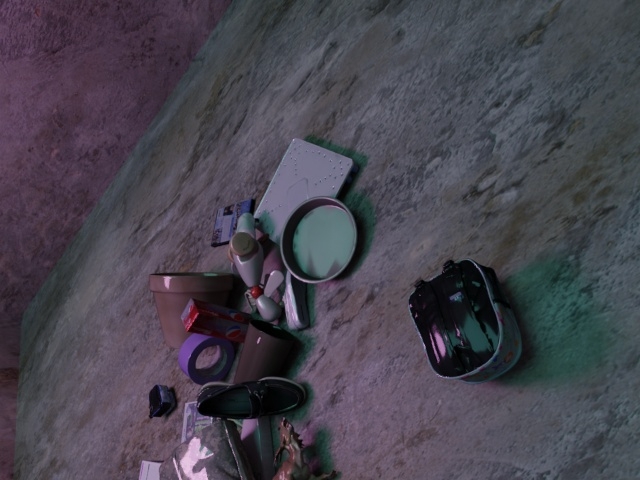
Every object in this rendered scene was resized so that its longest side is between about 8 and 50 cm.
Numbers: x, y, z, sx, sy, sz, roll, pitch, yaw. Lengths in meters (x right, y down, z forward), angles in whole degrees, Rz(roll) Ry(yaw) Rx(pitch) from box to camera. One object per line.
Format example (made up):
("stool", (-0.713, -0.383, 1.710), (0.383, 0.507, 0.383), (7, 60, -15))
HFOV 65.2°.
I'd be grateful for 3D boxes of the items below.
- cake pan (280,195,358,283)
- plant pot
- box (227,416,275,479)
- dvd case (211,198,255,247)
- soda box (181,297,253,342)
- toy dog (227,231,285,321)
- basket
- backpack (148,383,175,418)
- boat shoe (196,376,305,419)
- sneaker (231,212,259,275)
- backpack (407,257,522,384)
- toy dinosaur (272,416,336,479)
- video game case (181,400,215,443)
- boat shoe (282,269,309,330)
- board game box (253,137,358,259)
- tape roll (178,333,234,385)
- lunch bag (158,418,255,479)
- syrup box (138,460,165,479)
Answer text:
("cake pan", (0.000, 0.000, 1.662), (0.293, 0.054, 0.293), (-7, 76, 29))
("plant pot", (-0.503, 0.268, 1.951), (0.323, 0.323, 0.281), (-1, 87, 46))
("box", (-0.246, 0.731, 1.625), (0.232, 0.058, 0.322), (-35, 49, 30))
("dvd case", (-0.381, -0.072, 2.166), (0.253, 0.022, 0.181), (-11, 65, 43))
("soda box", (-0.359, 0.292, 1.790), (0.083, 0.263, 0.092), (-56, 42, 12))
("toy dog", (-0.206, 0.106, 1.785), (0.161, 0.334, 0.220), (-26, 17, -20))
("basket", (-0.197, 0.402, 1.663), (0.204, 0.154, 0.227), (19, 90, 60))
("backpack", (-0.656, 0.658, 2.063), (0.105, 0.084, 0.114), (-46, 49, 22))
("boat shoe", (-0.219, 0.495, 1.540), (0.339, 0.113, 0.127), (3, 97, 4))
("sneaker", (-0.291, 0.013, 1.955), (0.151, 0.094, 0.256), (-96, 18, -48))
("backpack", (0.342, 0.202, 1.163), (0.225, 0.191, 0.254), (-39, 41, 30))
("toy dinosaur", (-0.095, 0.682, 1.423), (0.200, 0.127, 0.296), (16, 75, 49))
("video game case", (-0.461, 0.695, 1.890), (0.190, 0.022, 0.173), (-22, 57, 38))
("boat shoe", (-0.097, 0.195, 1.701), (0.075, 0.083, 0.226), (-28, 54, 33))
("board game box", (-0.069, -0.162, 1.864), (0.390, 0.050, 0.390), (32, 96, 48))
("tape roll", (-0.419, 0.429, 1.845), (0.080, 0.189, 0.189), (18, 86, 48))
("lunch bag", (-0.311, 0.725, 1.495), (0.256, 0.212, 0.305), (-50, 45, 18))
("syrup box", (-0.578, 0.881, 1.871), (0.236, 0.093, 0.096), (-14, 63, 42))
